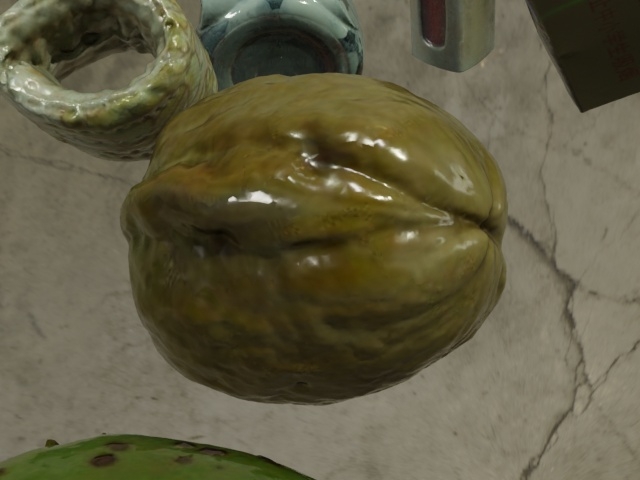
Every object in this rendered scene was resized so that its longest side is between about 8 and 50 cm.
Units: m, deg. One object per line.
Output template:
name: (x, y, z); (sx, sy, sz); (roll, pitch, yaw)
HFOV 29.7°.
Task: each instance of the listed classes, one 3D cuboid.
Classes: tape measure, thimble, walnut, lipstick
tape measure: (-0.062, -0.296, 1.807); (0.256, 0.275, 0.147); (0, 44, -2)
thimble: (-0.190, -0.143, 1.037); (0.190, 0.143, 0.137); (-4, 81, 5)
walnut: (0.000, 0.000, 0.829); (0.283, 0.283, 0.227); (7, 73, 11)
lipstick: (0.135, -0.299, 1.231); (0.079, 0.253, 0.077); (28, 52, 31)

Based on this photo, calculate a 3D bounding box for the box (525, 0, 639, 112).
box: (0.286, -0.206, 0.789); (0.310, 0.198, 0.084); (-19, 65, 16)

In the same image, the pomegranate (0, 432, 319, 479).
pomegranate: (-0.059, 0.198, 0.399); (0.254, 0.254, 0.270); (-12, 83, 7)
